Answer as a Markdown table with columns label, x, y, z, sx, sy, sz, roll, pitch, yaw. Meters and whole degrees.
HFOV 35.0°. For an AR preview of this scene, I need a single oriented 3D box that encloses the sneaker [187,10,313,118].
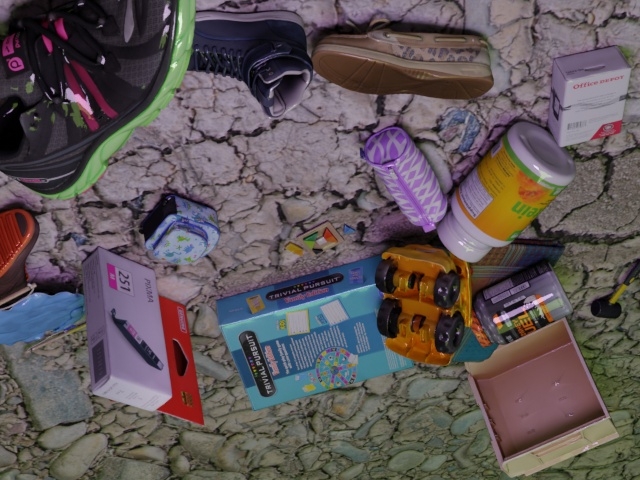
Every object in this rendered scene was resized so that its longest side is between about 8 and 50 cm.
| label | x | y | z | sx | sy | sz | roll | pitch | yaw |
| --- | --- | --- | --- | --- | --- | --- | --- | --- | --- |
| sneaker | -0.121 | -0.240 | 1.408 | 0.226 | 0.163 | 0.086 | -9 | 142 | -6 |

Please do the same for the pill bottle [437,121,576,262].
| label | x | y | z | sx | sy | sz | roll | pitch | yaw |
| --- | --- | --- | --- | --- | --- | --- | --- | --- | --- |
| pill bottle | 0.313 | -0.075 | 1.758 | 0.136 | 0.136 | 0.245 | 14 | 133 | -31 |

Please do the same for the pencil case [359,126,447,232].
| label | x | y | z | sx | sy | sz | roll | pitch | yaw |
| --- | --- | --- | --- | --- | --- | --- | --- | --- | --- |
| pencil case | 0.147 | -0.104 | 1.710 | 0.086 | 0.088 | 0.206 | -25 | 140 | 15 |

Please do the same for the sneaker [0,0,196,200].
| label | x | y | z | sx | sy | sz | roll | pitch | yaw |
| --- | --- | --- | --- | --- | --- | --- | --- | --- | --- |
| sneaker | -0.318 | -0.230 | 1.340 | 0.202 | 0.185 | 0.483 | 15 | 131 | -37 |

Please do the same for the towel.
| label | x | y | z | sx | sy | sz | roll | pitch | yaw |
| --- | --- | --- | --- | --- | --- | --- | --- | --- | --- |
| towel | 0.303 | 0.125 | 2.071 | 0.272 | 0.040 | 0.370 | 3 | 135 | -22 |

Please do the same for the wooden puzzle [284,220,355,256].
| label | x | y | z | sx | sy | sz | roll | pitch | yaw |
| --- | --- | --- | --- | --- | --- | --- | --- | --- | --- |
| wooden puzzle | 0.000 | 0.000 | 1.843 | 0.116 | 0.014 | 0.078 | -32 | 138 | 19 |

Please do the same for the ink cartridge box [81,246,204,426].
| label | x | y | z | sx | sy | sz | roll | pitch | yaw |
| --- | --- | --- | --- | --- | --- | --- | --- | --- | --- |
| ink cartridge box | -0.290 | 0.167 | 1.741 | 0.239 | 0.275 | 0.060 | 26 | 125 | -39 |

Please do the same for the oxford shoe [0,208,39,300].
| label | x | y | z | sx | sy | sz | roll | pitch | yaw |
| --- | --- | --- | --- | --- | --- | --- | --- | --- | --- |
| oxford shoe | -0.522 | 0.036 | 1.674 | 0.098 | 0.096 | 0.271 | 3 | 147 | -46 |

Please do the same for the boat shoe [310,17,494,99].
| label | x | y | z | sx | sy | sz | roll | pitch | yaw |
| --- | --- | --- | --- | --- | --- | --- | --- | --- | --- |
| boat shoe | 0.121 | -0.274 | 1.518 | 0.285 | 0.089 | 0.104 | 6 | 162 | -20 |

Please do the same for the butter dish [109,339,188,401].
| label | x | y | z | sx | sy | sz | roll | pitch | yaw |
| --- | --- | --- | --- | --- | --- | --- | --- | --- | --- |
| butter dish | -0.330 | 0.207 | 1.901 | 0.160 | 0.160 | 0.118 | -14 | 117 | -1 |

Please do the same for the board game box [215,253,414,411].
| label | x | y | z | sx | sy | sz | roll | pitch | yaw |
| --- | --- | --- | --- | --- | --- | --- | --- | --- | --- |
| board game box | -0.006 | 0.182 | 1.974 | 0.336 | 0.079 | 0.253 | -15 | 130 | 0 |

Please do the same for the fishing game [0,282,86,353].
| label | x | y | z | sx | sy | sz | roll | pitch | yaw |
| --- | --- | --- | --- | --- | --- | --- | --- | --- | --- |
| fishing game | -0.500 | 0.129 | 1.777 | 0.189 | 0.041 | 0.264 | -27 | 159 | 3 |

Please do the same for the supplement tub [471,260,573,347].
| label | x | y | z | sx | sy | sz | roll | pitch | yaw |
| --- | --- | --- | --- | --- | --- | --- | --- | --- | --- |
| supplement tub | 0.385 | 0.129 | 1.985 | 0.190 | 0.117 | 0.117 | -28 | 139 | 12 |

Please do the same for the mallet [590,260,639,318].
| label | x | y | z | sx | sy | sz | roll | pitch | yaw |
| --- | --- | --- | --- | --- | --- | --- | --- | --- | --- |
| mallet | 0.651 | 0.098 | 2.154 | 0.062 | 0.039 | 0.189 | 13 | 129 | -28 |

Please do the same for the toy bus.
| label | x | y | z | sx | sy | sz | roll | pitch | yaw |
| --- | --- | --- | --- | --- | --- | --- | --- | --- | --- |
| toy bus | 0.213 | 0.084 | 1.857 | 0.150 | 0.211 | 0.220 | 15 | 126 | 31 |

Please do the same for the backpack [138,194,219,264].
| label | x | y | z | sx | sy | sz | roll | pitch | yaw |
| --- | --- | --- | --- | --- | --- | --- | --- | --- | --- |
| backpack | -0.228 | -0.011 | 1.703 | 0.114 | 0.084 | 0.105 | 15 | 134 | -35 |

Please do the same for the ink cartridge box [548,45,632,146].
| label | x | y | z | sx | sy | sz | roll | pitch | yaw |
| --- | --- | --- | --- | --- | --- | --- | --- | --- | --- |
| ink cartridge box | 0.439 | -0.236 | 1.667 | 0.109 | 0.063 | 0.150 | -13 | 140 | -3 |

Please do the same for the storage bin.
| label | x | y | z | sx | sy | sz | roll | pitch | yaw |
| --- | --- | --- | --- | --- | --- | --- | --- | --- | --- |
| storage bin | 0.470 | 0.341 | 2.201 | 0.260 | 0.262 | 0.123 | -27 | 141 | 14 |
